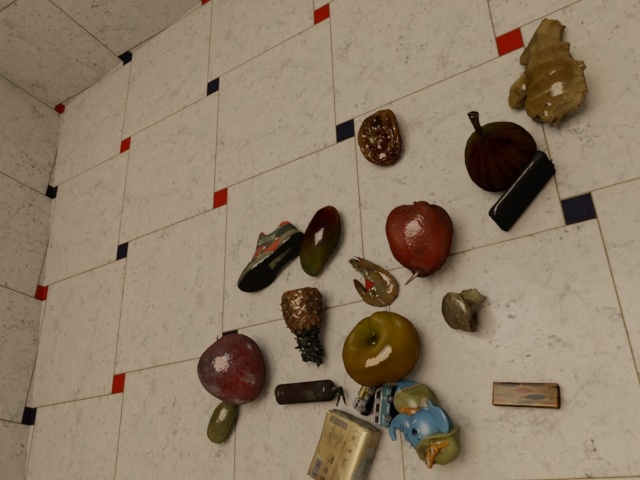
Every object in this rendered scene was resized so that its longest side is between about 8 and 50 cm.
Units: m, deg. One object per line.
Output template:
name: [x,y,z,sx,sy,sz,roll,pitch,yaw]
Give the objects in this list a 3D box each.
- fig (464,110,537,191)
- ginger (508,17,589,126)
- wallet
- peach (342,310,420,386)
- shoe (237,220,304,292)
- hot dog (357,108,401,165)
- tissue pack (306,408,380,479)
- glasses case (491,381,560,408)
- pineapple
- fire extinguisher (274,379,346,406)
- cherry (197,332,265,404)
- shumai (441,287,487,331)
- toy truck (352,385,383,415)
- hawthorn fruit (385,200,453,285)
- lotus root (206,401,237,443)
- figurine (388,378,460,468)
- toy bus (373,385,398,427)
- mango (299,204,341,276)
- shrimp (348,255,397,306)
fig: [0.492,-0.281,1.639,0.217,0.321,0.216,-19,59,35]
ginger: [0.703,-0.512,1.741,0.236,0.166,0.375,118,169,-46]
wallet: [0.587,-0.147,1.626,0.044,0.149,0.250,42,99,37]
peach: [0.182,0.328,1.712,0.251,0.153,0.251,-24,29,14]
shoe: [-0.212,0.045,2.154,0.336,0.132,0.171,-43,47,12]
hot dog: [0.218,-0.376,2.026,0.161,0.099,0.226,-28,60,25]
tissue pack: [0.071,0.649,1.716,0.186,0.090,0.222,11,77,41]
glasses case: [0.548,0.415,1.494,0.170,0.041,0.064,-9,55,34]
pineapple: [-0.045,0.303,1.924,0.158,0.158,0.278,-21,73,28]
fire extinguisher: [-0.030,0.511,1.855,0.268,0.072,0.089,-14,55,31]
cherry: [-0.323,0.452,2.007,0.236,0.213,0.285,-45,59,20]
shumai: [0.428,0.196,1.635,0.116,0.145,0.145,-27,48,-20]
toy truck: [0.147,0.482,1.753,0.063,0.052,0.123,23,85,44]
hawthorn fruit: [0.305,0.013,1.740,0.211,0.211,0.262,-1,80,36]
lotus root: [-0.355,0.647,2.035,0.090,0.077,0.182,26,89,40]
figurine: [0.290,0.520,1.589,0.179,0.154,0.262,-64,32,9]
toy bus: [0.200,0.503,1.700,0.075,0.060,0.122,-6,70,38]
mango: [0.000,0.000,2.022,0.133,0.111,0.267,19,88,28]
shrimp: [0.164,0.138,1.894,0.236,0.053,0.132,36,115,36]
